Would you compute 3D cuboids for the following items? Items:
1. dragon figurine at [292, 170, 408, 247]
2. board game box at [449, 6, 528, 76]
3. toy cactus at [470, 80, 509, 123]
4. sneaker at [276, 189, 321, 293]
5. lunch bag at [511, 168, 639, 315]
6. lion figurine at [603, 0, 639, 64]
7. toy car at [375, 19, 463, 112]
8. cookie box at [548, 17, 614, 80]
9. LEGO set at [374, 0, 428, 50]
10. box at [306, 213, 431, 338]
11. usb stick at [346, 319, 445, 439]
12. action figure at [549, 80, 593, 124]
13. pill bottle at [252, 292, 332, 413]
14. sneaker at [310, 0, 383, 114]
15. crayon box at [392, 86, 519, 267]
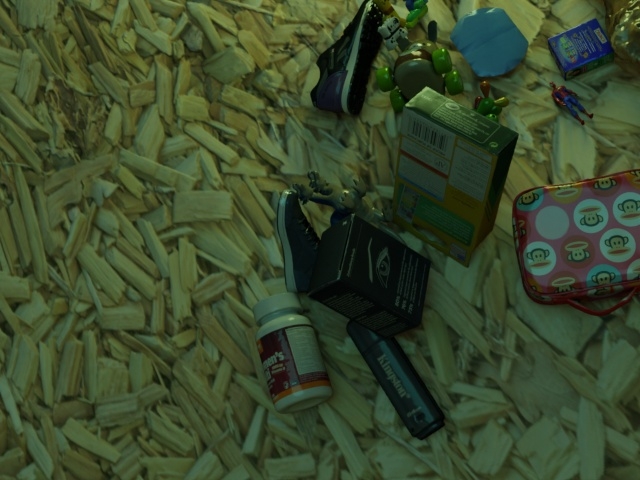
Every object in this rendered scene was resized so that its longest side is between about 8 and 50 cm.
[{"bbox_3d":[0.076,-0.050,1.666,0.289,0.144,0.085,40,71,-13],"label":"dragon figurine"},{"bbox_3d":[0.368,-0.427,1.747,0.133,0.033,0.168,-31,71,0],"label":"board game box"},{"bbox_3d":[0.281,-0.244,1.655,0.180,0.112,0.219,-3,33,46],"label":"toy cactus"},{"bbox_3d":[0.001,0.000,1.649,0.163,0.086,0.226,-2,110,18],"label":"sneaker"},{"bbox_3d":[0.518,0.014,1.506,0.293,0.120,0.258,-8,71,14],"label":"lunch bag"},{"bbox_3d":[0.619,-0.540,1.656,0.240,0.142,0.392,-35,60,1],"label":"lion figurine"},{"bbox_3d":[0.212,-0.397,1.733,0.155,0.149,0.188,-14,57,23],"label":"toy car"},{"bbox_3d":[0.545,-0.400,1.677,0.107,0.040,0.091,-22,68,9],"label":"cookie box"},{"bbox_3d":[0.180,-0.524,1.771,0.227,0.093,0.087,-49,23,-18],"label":"LEGO set"},{"bbox_3d":[0.096,0.071,1.543,0.108,0.207,0.153,-31,35,48],"label":"box"},{"bbox_3d":[0.145,0.259,1.580,0.077,0.045,0.278,-34,67,3],"label":"usb stick"},{"bbox_3d":[0.515,-0.290,1.659,0.038,0.030,0.115,-41,64,6],"label":"action figure"},{"bbox_3d":[-0.062,0.225,1.612,0.121,0.121,0.221,-22,67,9],"label":"pill bottle"},{"bbox_3d":[0.052,-0.425,1.805,0.124,0.107,0.283,11,76,26],"label":"sneaker"},{"bbox_3d":[0.249,-0.117,1.557,0.203,0.323,0.083,33,57,23],"label":"crayon box"}]
